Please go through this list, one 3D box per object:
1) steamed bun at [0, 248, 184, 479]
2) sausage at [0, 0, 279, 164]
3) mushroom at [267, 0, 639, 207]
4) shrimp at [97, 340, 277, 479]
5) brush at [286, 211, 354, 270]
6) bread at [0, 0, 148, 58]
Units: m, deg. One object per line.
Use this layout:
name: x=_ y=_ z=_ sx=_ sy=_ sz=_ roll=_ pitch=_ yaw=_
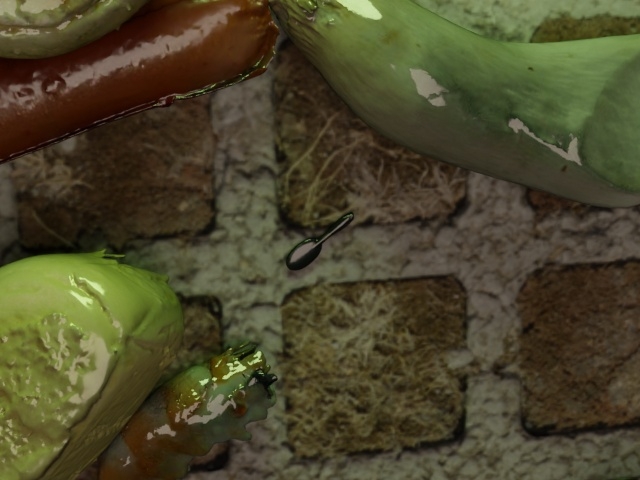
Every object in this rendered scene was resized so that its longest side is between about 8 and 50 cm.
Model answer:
steamed bun: x=-0.254 y=0.121 z=1.209 sx=0.166 sy=0.232 sz=0.273 roll=40 pitch=101 yaw=6
sausage: x=-0.199 y=-0.151 z=1.194 sx=0.330 sy=0.102 sz=0.102 roll=-19 pitch=109 yaw=-4
mushroom: x=0.130 y=-0.152 z=1.242 sx=0.397 sy=0.126 sz=0.177 roll=14 pitch=85 yaw=-15
shrimp: x=-0.128 y=0.249 z=1.343 sx=0.185 sy=0.068 sz=0.287 roll=-8 pitch=108 yaw=-12
brush: x=0.000 y=0.000 z=1.323 sx=0.083 sy=0.008 sz=0.024 roll=-40 pitch=108 yaw=3
bread: x=-0.256 y=-0.296 z=1.098 sx=0.305 sy=0.159 sz=0.306 roll=-1 pitch=96 yaw=-11
